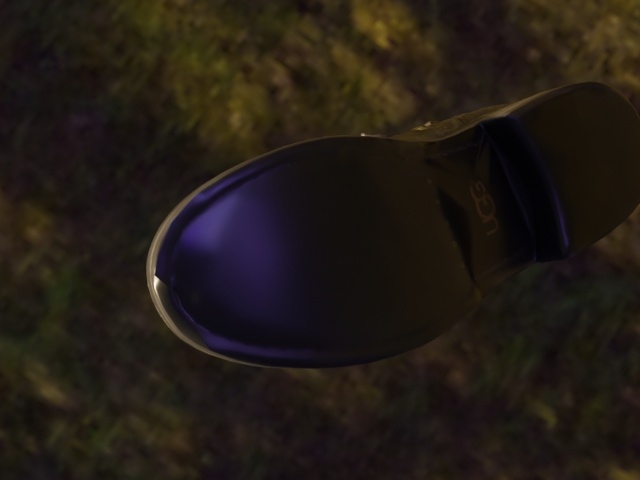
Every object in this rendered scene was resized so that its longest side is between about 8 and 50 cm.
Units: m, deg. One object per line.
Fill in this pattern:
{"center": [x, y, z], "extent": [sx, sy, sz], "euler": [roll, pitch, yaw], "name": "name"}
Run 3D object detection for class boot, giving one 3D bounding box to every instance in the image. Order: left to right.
{"center": [0.000, 0.000, 0.853], "extent": [0.229, 0.263, 0.091], "euler": [-10, 95, 58], "name": "boot"}
